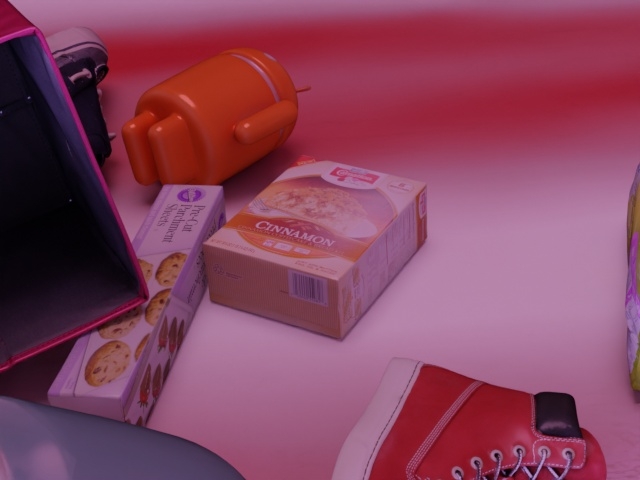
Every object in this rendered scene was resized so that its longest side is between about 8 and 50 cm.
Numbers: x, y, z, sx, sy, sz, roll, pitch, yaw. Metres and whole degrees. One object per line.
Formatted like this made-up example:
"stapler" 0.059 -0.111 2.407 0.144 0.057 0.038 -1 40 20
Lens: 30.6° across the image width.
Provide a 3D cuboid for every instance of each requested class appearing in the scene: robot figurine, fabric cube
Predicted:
"robot figurine" -0.114 -0.133 1.268 0.219 0.158 0.128 -35 84 -39
"fabric cube" -0.332 -0.046 0.980 0.259 0.254 0.258 -26 32 -15

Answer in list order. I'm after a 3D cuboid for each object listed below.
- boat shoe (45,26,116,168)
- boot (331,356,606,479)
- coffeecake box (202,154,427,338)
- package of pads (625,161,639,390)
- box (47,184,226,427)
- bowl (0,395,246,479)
"boat shoe" -0.293 -0.141 1.325 0.127 0.158 0.340 -40 3 20
"boot" 0.106 0.176 0.822 0.176 0.088 0.244 10 32 16
"coffeecake box" 0.000 0.000 1.110 0.142 0.068 0.185 14 36 25
"package of pads" 0.381 0.026 1.014 0.229 0.101 0.296 7 34 13
"box" -0.152 0.057 1.038 0.067 0.063 0.324 4 34 11
"bowl" -0.186 0.204 0.612 0.311 0.163 0.312 -18 46 19
